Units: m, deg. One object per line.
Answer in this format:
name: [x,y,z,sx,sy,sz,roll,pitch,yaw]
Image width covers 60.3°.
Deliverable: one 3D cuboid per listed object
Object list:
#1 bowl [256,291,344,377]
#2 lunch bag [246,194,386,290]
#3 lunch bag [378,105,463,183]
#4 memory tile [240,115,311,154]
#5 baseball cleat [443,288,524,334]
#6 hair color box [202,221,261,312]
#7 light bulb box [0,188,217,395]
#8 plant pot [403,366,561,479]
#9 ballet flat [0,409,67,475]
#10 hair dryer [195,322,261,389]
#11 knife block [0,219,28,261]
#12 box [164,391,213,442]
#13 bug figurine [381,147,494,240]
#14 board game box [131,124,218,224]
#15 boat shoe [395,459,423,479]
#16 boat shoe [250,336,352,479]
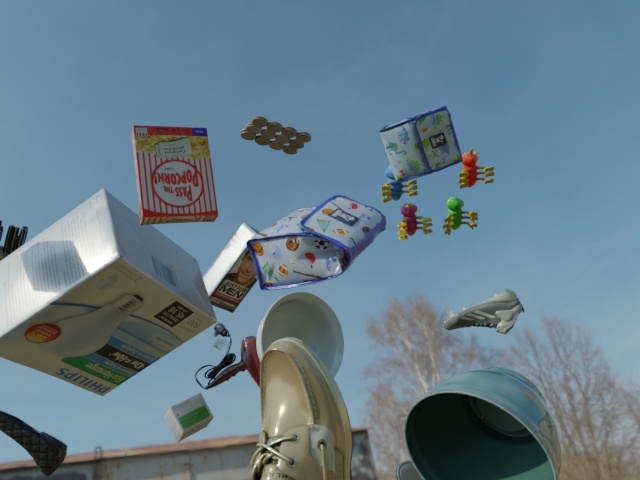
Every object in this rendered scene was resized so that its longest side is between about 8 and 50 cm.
bowl: [-0.083,0.312,1.668,0.298,0.297,0.134,11,-21,-33]
lunch bag: [0.000,0.000,1.871,0.386,0.238,0.328,-7,19,33]
lunch bag: [0.220,-0.208,1.195,0.151,0.096,0.128,-15,-76,20]
memory tile: [-0.106,-0.246,1.296,0.148,0.012,0.113,15,-22,-23]
baseball cleat: [0.425,0.207,1.432,0.206,0.109,0.072,-31,-25,19]
hair color box: [-0.364,0.124,2.441,0.374,0.113,0.185,-53,-39,3]
light bulb box: [-0.506,0.137,1.283,0.361,0.225,0.358,-34,-39,6]
plant pot: [0.342,0.376,1.101,0.196,0.293,0.293,-32,-11,-48]
ballet flat: [-0.454,0.285,0.805,0.173,0.049,0.057,25,-24,5]
hair dryer: [-0.267,0.420,1.830,0.294,0.223,0.080,18,-2,32]
knife block: [-0.984,0.080,1.738,0.242,0.088,0.275,-26,-67,-2]
box: [-0.379,0.508,1.583,0.101,0.087,0.102,-20,-24,-36]
bug figurine: [0.273,-0.110,1.336,0.279,0.072,0.216,-9,-63,-8]
board game box: [-0.290,-0.130,1.095,0.147,0.193,0.045,-4,-14,-26]
boat shoe: [0.360,0.741,1.619,0.335,0.112,0.095,23,-30,-7]
boat shoe: [-0.027,0.265,0.653,0.109,0.302,0.098,-23,-18,36]
